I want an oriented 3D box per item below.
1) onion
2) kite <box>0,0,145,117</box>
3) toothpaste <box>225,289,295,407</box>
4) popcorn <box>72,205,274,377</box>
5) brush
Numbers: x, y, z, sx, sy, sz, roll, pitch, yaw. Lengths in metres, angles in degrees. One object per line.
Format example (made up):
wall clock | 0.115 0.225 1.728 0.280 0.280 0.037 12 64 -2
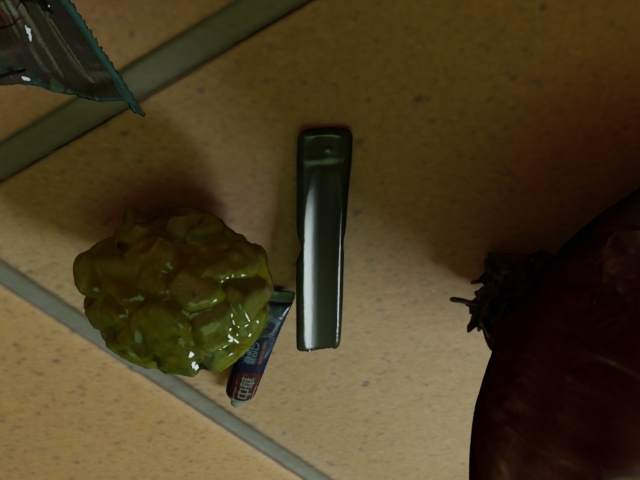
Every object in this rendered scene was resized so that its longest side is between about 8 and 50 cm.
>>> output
onion | 0.211 0.092 0.690 0.347 0.285 0.347 -26 132 -32
kite | -0.244 -0.150 0.423 0.406 0.014 0.368 26 149 -15
toothpaste | -0.050 0.082 0.803 0.037 0.021 0.140 2 137 -16
popcorn | -0.084 0.027 0.675 0.120 0.116 0.106 -35 176 35
brush | 0.000 0.000 0.709 0.034 0.027 0.190 -5 133 -7
